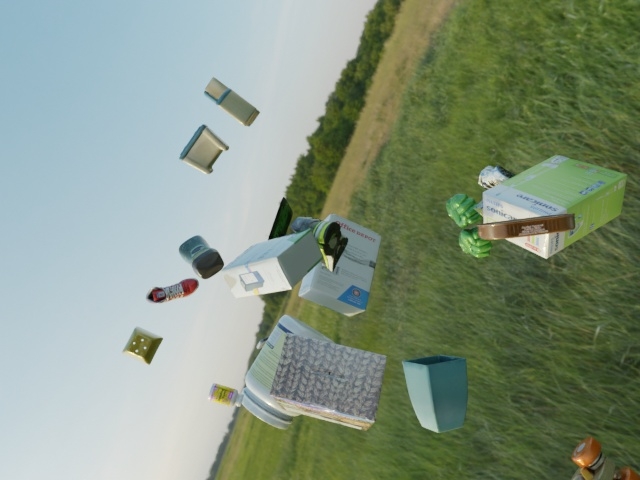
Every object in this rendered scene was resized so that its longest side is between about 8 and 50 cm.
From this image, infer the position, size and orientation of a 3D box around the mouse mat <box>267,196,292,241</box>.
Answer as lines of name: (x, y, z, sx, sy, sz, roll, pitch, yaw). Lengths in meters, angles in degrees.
mouse mat: (-0.130, -0.029, 1.503, 0.152, 0.007, 0.190, 62, -137, -72)

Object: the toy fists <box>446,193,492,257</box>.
toy fists: (0.607, -0.059, 1.939, 0.279, 0.096, 0.142, 68, 162, -7)

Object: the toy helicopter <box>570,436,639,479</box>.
toy helicopter: (0.658, 0.702, 1.240, 0.355, 0.140, 0.235, -34, -25, -39)

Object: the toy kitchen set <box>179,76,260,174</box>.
toy kitchen set: (-0.226, -0.241, 0.989, 0.166, 0.122, 0.207, -53, 11, 8)

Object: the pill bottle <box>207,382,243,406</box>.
pill bottle: (-0.236, 0.389, 1.192, 0.043, 0.083, 0.043, -163, 90, -87)

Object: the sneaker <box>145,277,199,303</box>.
sneaker: (-0.343, 0.117, 1.097, 0.067, 0.118, 0.042, 50, -162, -82)

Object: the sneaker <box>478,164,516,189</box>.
sneaker: (0.605, -0.210, 1.639, 0.086, 0.085, 0.237, -59, 0, 10)

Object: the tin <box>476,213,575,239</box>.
tin: (0.421, -0.028, 0.980, 0.106, 0.189, 0.040, -43, -55, -80)

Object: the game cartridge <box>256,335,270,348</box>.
game cartridge: (-0.199, 0.378, 1.787, 0.083, 0.017, 0.056, -17, -33, -37)

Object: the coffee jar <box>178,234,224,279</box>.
coffee jar: (-0.376, 0.053, 1.506, 0.096, 0.079, 0.184, -35, 33, -17)

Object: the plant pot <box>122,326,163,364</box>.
plant pot: (-0.476, 0.279, 1.263, 0.081, 0.081, 0.083, -66, 8, -16)

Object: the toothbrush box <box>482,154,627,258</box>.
toothbrush box: (0.598, -0.098, 1.231, 0.206, 0.283, 0.122, 37, 146, 51)

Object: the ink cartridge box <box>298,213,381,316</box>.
ink cartridge box: (0.076, 0.091, 1.752, 0.129, 0.223, 0.307, -40, 30, 59)

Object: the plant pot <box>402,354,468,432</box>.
plant pot: (0.411, 0.537, 1.676, 0.165, 0.165, 0.234, 159, 107, -68)

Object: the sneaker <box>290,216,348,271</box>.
sneaker: (0.000, 0.000, 1.359, 0.111, 0.121, 0.300, -61, -18, -14)

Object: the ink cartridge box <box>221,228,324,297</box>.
ink cartridge box: (-0.123, 0.060, 1.205, 0.212, 0.093, 0.154, -12, 20, 38)

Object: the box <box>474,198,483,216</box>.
box: (0.588, -0.068, 1.558, 0.059, 0.169, 0.054, -49, 17, 15)

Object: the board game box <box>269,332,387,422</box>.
board game box: (0.022, 0.349, 1.146, 0.291, 0.232, 0.141, 88, -164, -65)

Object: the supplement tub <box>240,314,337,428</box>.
supplement tub: (-0.110, 0.447, 1.639, 0.325, 0.235, 0.235, -59, 1, -7)
